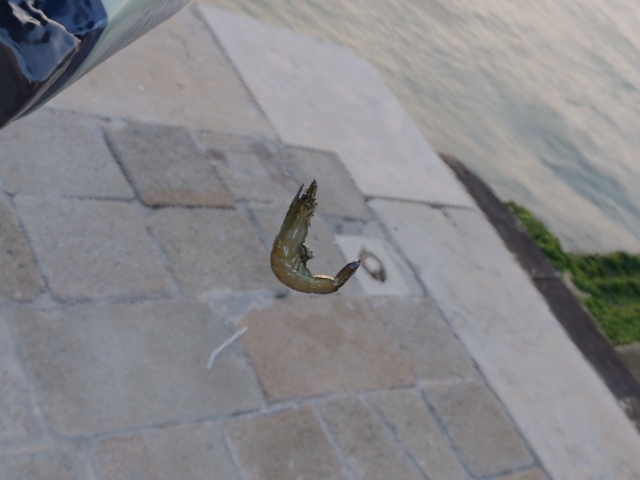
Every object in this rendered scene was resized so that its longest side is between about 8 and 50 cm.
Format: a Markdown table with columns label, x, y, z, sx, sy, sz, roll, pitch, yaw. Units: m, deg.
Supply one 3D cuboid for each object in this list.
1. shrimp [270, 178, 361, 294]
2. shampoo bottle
| label | x | y | z | sx | sy | sz | roll | pitch | yaw |
| --- | --- | --- | --- | --- | --- | --- | --- | --- | --- |
| shrimp | 0.000 | 0.000 | 0.865 | 0.083 | 0.114 | 0.023 | 20 | 27 | 6 |
| shampoo bottle | -0.174 | -0.176 | 0.718 | 0.078 | 0.134 | 0.359 | 54 | 22 | -15 |
